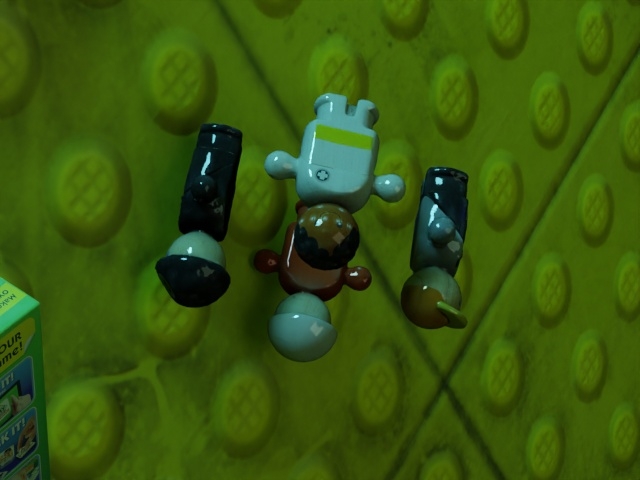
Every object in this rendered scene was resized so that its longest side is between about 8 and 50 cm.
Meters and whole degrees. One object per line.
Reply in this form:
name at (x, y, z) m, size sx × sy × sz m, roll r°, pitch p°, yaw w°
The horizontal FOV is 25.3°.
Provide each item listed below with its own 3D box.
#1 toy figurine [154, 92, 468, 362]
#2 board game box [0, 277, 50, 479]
toy figurine at (0.000, 0.000, 1.130) m, size 0.213 × 0.209 × 0.148 m, roll 35°, pitch 56°, yaw -43°
board game box at (-0.290, 0.187, 0.861) m, size 0.317 × 0.046 × 0.214 m, roll -42°, pitch 151°, yaw -39°
